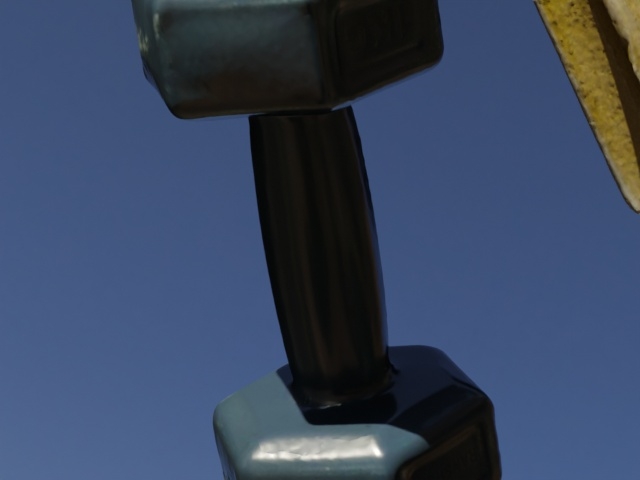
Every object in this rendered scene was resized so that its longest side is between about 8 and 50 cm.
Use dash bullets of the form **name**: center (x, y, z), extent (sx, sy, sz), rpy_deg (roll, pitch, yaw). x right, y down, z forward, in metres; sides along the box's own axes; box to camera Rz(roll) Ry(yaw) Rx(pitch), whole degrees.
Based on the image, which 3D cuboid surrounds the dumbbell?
- **dumbbell**: center (0.000, 0.000, 0.774), extent (0.143, 0.156, 0.316), rpy_deg (-13, -70, -11)

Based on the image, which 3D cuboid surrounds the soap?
- **soap**: center (0.347, -0.230, 1.350), extent (0.335, 0.293, 0.156), rpy_deg (66, -22, -9)
